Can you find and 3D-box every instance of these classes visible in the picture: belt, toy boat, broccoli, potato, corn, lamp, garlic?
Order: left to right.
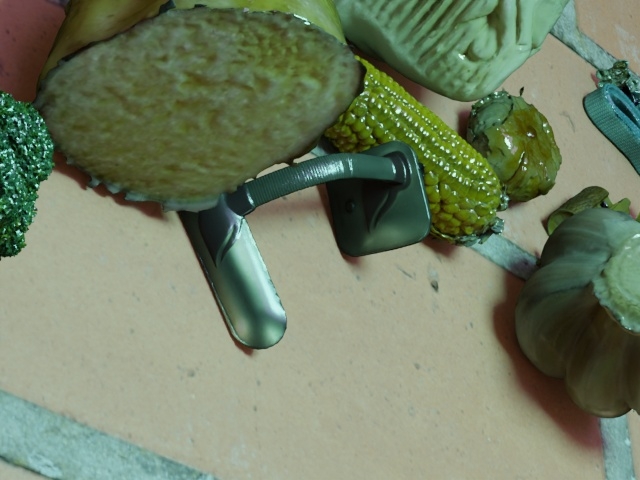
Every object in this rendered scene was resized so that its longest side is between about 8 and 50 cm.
[{"bbox_3d":[-0.304,-0.051,1.276,0.195,0.195,0.156,40,2,-25],"label":"broccoli"},{"bbox_3d":[-0.122,-0.203,1.517,0.289,0.301,0.237,39,31,-46],"label":"potato"},{"bbox_3d":[0.004,-0.002,1.648,0.283,0.124,0.203,-6,80,-49],"label":"lamp"},{"bbox_3d":[0.097,-0.110,1.841,0.318,0.115,0.115,40,40,-24],"label":"corn"},{"bbox_3d":[0.345,-0.012,2.112,0.088,0.068,0.226,56,38,3],"label":"toy boat"},{"bbox_3d":[0.352,0.091,1.912,0.237,0.292,0.210,35,64,12],"label":"garlic"},{"bbox_3d":[0.468,-0.171,2.376,0.179,0.065,0.100,49,46,-18],"label":"belt"}]

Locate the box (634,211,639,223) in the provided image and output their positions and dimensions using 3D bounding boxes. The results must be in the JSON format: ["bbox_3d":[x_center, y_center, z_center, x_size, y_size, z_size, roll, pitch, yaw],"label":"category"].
[{"bbox_3d":[0.452,-0.011,2.223,0.023,0.090,0.133,21,35,15],"label":"box"}]

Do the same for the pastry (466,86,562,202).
[{"bbox_3d":[0.249,-0.119,2.056,0.153,0.081,0.153,36,44,-44],"label":"pastry"}]

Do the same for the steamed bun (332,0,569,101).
[{"bbox_3d":[0.161,-0.379,1.916,0.237,0.347,0.394,-45,120,-59],"label":"steamed bun"}]
